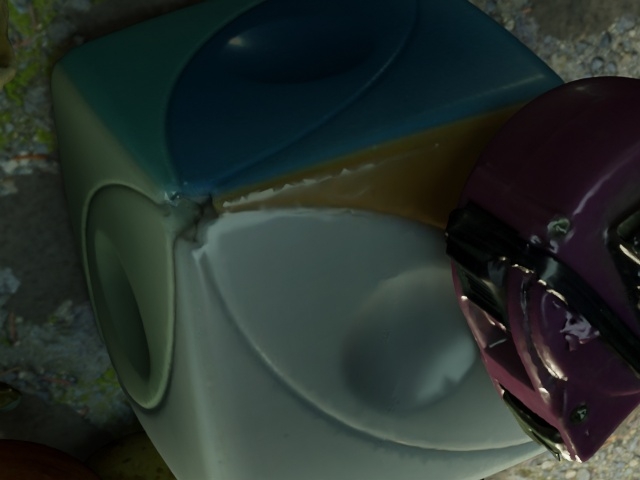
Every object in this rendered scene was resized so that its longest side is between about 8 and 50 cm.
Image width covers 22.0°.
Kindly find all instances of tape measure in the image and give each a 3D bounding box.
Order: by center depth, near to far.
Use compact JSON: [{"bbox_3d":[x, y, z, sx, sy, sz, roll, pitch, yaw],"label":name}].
[{"bbox_3d":[0.211,0.012,1.167,0.231,0.149,0.245,-37,127,-9],"label":"tape measure"}]

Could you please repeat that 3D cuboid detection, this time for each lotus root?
[{"bbox_3d":[-0.184,0.271,1.566,0.145,0.128,0.260,26,103,-24],"label":"lotus root"}]

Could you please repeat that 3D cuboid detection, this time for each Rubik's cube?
[{"bbox_3d":[0.000,0.000,1.358,0.352,0.351,0.347,-19,123,-20],"label":"Rubik's cube"}]

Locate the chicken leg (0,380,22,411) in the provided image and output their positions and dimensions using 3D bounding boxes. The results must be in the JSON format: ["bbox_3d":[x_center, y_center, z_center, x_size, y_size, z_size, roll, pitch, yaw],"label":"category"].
[{"bbox_3d":[-0.467,0.164,1.369,0.429,0.152,0.201,-33,134,4],"label":"chicken leg"}]

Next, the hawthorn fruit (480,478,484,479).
[{"bbox_3d":[0.057,0.229,1.614,0.230,0.266,0.210,-31,91,23],"label":"hawthorn fruit"}]

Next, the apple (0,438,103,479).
[{"bbox_3d":[-0.291,0.307,1.368,0.302,0.301,0.301,-11,121,-19],"label":"apple"}]

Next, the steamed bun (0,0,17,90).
[{"bbox_3d":[-0.308,-0.141,1.258,0.172,0.155,0.140,-31,125,-7],"label":"steamed bun"}]
